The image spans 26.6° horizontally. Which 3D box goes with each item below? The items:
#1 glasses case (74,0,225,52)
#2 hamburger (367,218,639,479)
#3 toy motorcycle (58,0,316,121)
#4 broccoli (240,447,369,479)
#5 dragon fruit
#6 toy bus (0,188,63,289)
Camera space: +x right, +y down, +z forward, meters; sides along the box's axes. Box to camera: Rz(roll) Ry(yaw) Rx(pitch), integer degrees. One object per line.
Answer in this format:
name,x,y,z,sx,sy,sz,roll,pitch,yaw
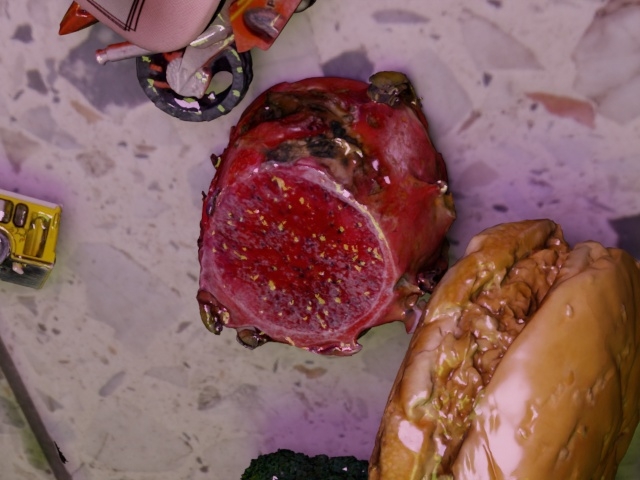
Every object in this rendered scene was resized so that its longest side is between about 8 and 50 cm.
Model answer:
glasses case,-0.179,-0.254,0.915,0.314,0.075,0.122,43,129,13
hamburger,0.159,0.135,1.053,0.158,0.318,0.319,20,129,23
toy motorcycle,-0.069,-0.220,0.974,0.171,0.089,0.298,32,125,-11
broccoli,0.009,0.330,1.231,0.297,0.297,0.298,-38,115,-5
dragon fruit,0.000,0.000,1.084,0.211,0.147,0.282,26,123,-10
toy bus,-0.335,-0.016,1.139,0.226,0.074,0.081,15,156,-14
